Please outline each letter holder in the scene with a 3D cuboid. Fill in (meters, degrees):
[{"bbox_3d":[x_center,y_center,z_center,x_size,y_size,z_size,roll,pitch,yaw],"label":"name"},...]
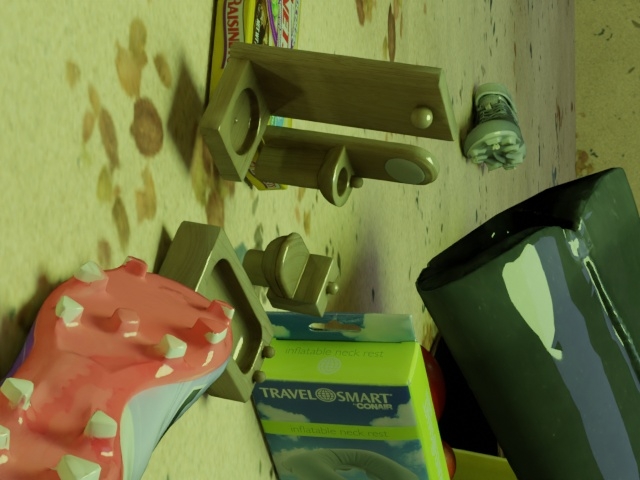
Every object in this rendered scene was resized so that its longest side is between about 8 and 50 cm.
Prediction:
[{"bbox_3d":[0.210,0.102,1.646,0.302,0.152,0.214,-45,130,-70],"label":"letter holder"}]

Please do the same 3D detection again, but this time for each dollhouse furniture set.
[{"bbox_3d":[0.000,0.000,0.840,0.144,0.123,0.151,68,37,-54],"label":"dollhouse furniture set"}]

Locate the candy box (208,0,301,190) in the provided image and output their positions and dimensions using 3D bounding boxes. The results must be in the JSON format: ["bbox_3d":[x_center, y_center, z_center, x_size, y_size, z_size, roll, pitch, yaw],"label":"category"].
[{"bbox_3d":[-0.037,-0.144,0.952,0.105,0.027,0.205,53,39,-69],"label":"candy box"}]

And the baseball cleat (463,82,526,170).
[{"bbox_3d":[0.203,-0.141,1.823,0.206,0.072,0.109,32,44,-78],"label":"baseball cleat"}]

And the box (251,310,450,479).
[{"bbox_3d":[0.020,0.121,0.991,0.042,0.109,0.178,-74,158,-44],"label":"box"}]

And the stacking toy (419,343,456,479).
[{"bbox_3d":[0.071,0.233,1.166,0.141,0.141,0.330,-33,115,-73],"label":"stacking toy"}]

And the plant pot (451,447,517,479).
[{"bbox_3d":[0.169,0.337,1.405,0.212,0.212,0.187,-58,156,-65],"label":"plant pot"}]

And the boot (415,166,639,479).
[{"bbox_3d":[0.190,0.210,1.114,0.367,0.146,0.445,-39,113,-51],"label":"boot"}]

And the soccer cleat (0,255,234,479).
[{"bbox_3d":[-0.100,0.080,0.634,0.248,0.083,0.095,-62,178,-71],"label":"soccer cleat"}]
